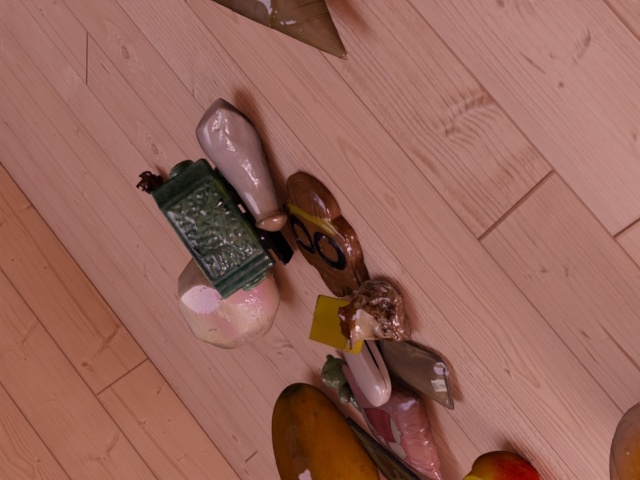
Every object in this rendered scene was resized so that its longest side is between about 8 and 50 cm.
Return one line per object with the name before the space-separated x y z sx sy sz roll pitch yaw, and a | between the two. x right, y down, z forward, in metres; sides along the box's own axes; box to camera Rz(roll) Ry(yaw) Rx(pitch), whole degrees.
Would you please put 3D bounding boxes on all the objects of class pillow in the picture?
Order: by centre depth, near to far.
pillow | 0.173 0.237 1.814 0.217 0.033 0.130 24 135 52
pillow | 0.152 0.367 1.968 0.223 0.084 0.236 21 141 51

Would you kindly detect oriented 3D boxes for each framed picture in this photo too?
framed picture | 0.187 0.531 2.114 0.255 0.014 0.339 36 165 35

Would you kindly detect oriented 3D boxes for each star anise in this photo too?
star anise | -0.374 -0.107 2.357 0.191 0.070 0.097 45 -178 17

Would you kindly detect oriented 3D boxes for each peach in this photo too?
peach | 0.328 0.430 1.680 0.151 0.118 0.151 48 -163 -20

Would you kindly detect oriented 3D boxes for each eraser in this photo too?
eraser | 0.036 0.162 1.882 0.045 0.097 0.122 16 177 -38

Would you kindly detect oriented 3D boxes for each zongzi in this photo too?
zongzi | -0.111 -0.370 1.407 0.318 0.154 0.289 54 165 -15

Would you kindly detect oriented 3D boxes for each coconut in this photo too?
coconut | -0.207 0.110 2.139 0.227 0.227 0.231 22 140 51

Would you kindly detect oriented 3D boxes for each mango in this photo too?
mango | 0.001 0.520 2.310 0.378 0.221 0.264 66 161 -1

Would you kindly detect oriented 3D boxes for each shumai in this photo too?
shumai | 0.092 0.147 1.742 0.145 0.116 0.146 41 152 27

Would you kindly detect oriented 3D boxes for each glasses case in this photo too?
glasses case | 0.084 0.232 1.898 0.081 0.051 0.204 110 142 -52

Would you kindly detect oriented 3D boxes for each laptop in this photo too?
laptop | -0.117 -0.042 1.928 0.197 0.016 0.135 57 -170 -5

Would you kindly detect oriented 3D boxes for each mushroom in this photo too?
mushroom | -0.141 -0.142 1.812 0.270 0.103 0.118 59 -167 -25

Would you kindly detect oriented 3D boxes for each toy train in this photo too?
toy train | -0.204 -0.032 1.928 0.299 0.166 0.238 55 -179 -4

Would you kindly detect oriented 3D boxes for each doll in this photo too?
doll | 0.063 0.314 2.103 0.150 0.077 0.115 51 -163 -20

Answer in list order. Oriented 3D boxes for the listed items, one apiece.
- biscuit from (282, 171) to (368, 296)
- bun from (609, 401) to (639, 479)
biscuit | 0.000 0.000 1.816 0.208 0.041 0.290 30 146 46
bun | 0.481 0.341 1.208 0.299 0.164 0.299 40 152 26
